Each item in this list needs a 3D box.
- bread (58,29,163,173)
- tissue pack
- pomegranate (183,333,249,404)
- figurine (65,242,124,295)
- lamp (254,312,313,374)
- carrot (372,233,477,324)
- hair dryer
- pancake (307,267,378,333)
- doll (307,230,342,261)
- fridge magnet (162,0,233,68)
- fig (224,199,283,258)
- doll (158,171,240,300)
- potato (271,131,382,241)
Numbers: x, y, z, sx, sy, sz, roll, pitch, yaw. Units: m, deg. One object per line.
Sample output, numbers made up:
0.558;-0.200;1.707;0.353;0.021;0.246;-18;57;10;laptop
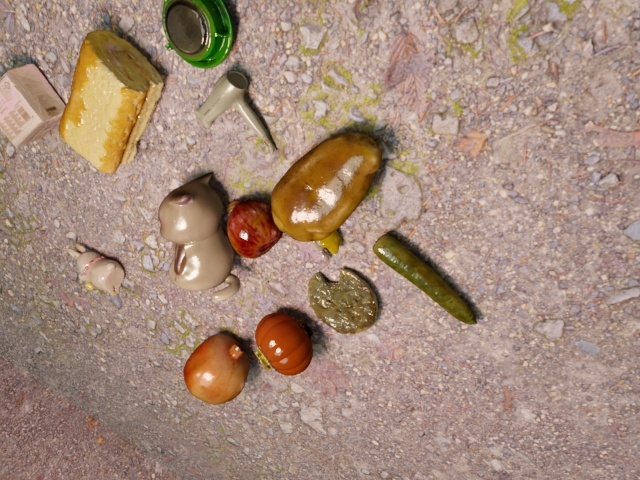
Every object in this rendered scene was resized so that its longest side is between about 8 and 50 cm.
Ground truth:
-0.628;-0.396;1.400;0.236;0.165;0.375;44;132;0;bread
-0.984;-0.445;1.586;0.225;0.124;0.184;-19;109;36;tissue pack
-0.372;0.469;1.775;0.229;0.252;0.270;36;110;-8;pomegranate
-0.912;0.114;1.918;0.236;0.127;0.155;25;138;19;figurine
-0.120;0.342;1.584;0.223;0.197;0.223;49;166;16;lamp
0.291;0.112;1.296;0.359;0.074;0.074;40;130;-2;carrot
-0.217;-0.320;1.307;0.237;0.075;0.206;45;137;-14;hair dryer
0.070;0.193;1.488;0.254;0.037;0.253;15;126;21;pancake
0.004;0.006;1.388;0.113;0.071;0.135;13;130;31;doll
-0.311;-0.534;1.187;0.208;0.088;0.207;14;125;21;fridge magnet
-0.210;-0.060;1.410;0.175;0.175;0.207;-44;67;40;fig
-0.390;-0.005;1.496;0.226;0.215;0.370;-1;118;24;doll
0.007;-0.134;1.227;0.177;0.195;0.369;25;128;-31;potato
